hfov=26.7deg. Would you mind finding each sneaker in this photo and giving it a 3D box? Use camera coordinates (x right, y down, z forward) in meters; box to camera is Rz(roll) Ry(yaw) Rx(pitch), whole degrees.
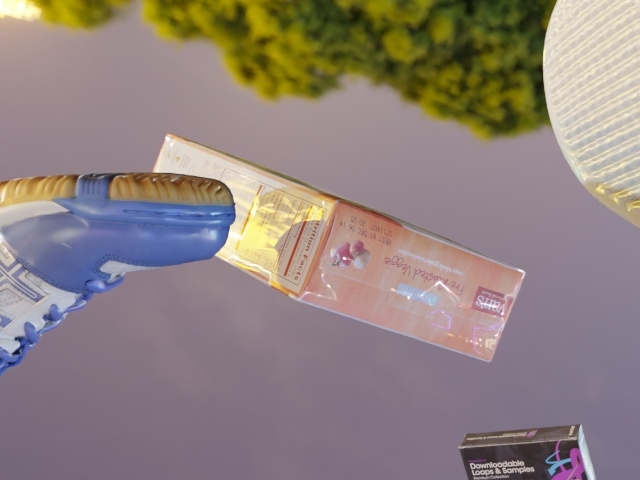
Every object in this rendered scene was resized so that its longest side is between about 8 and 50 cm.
[{"bbox_3d":[0.277,-0.054,0.882,0.150,0.135,0.366,5,-142,-30],"label":"sneaker"},{"bbox_3d":[-0.185,0.032,0.787,0.296,0.131,0.112,-8,178,15],"label":"sneaker"}]

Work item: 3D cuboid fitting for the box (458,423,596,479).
[{"bbox_3d":[0.207,0.251,1.268,0.116,0.162,0.029,-8,-157,24],"label":"box"}]

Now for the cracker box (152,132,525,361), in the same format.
[{"bbox_3d":[0.000,0.000,0.887,0.156,0.067,0.232,20,-177,-35],"label":"cracker box"}]
